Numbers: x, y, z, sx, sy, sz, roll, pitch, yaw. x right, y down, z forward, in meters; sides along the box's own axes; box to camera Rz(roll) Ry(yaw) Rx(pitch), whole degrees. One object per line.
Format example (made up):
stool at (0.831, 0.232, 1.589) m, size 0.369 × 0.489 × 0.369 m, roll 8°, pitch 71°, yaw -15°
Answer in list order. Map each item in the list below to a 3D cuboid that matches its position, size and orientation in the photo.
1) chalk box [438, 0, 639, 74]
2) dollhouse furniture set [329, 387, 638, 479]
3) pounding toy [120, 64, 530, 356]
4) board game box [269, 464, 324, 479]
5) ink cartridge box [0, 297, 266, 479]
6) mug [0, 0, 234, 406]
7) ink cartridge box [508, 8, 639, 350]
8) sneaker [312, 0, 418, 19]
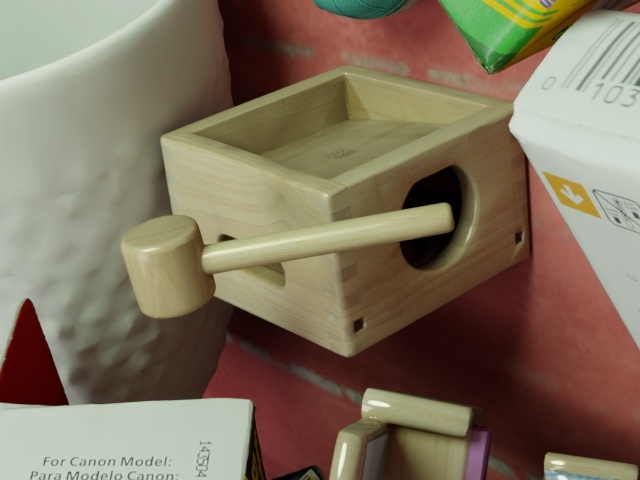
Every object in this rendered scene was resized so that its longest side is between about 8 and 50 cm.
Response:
chalk box at (0.074, -0.192, 0.431) m, size 0.213 × 0.132 × 0.132 m, roll 58°, pitch 146°, yaw 7°
dollhouse furniture set at (0.133, 0.225, 0.479) m, size 0.303 × 0.198 × 0.287 m, roll 9°, pitch 89°, yaw 13°
pounding toy at (0.002, 0.004, 0.586) m, size 0.181 × 0.206 × 0.094 m, roll 21°, pitch 127°, yaw 45°
board game box at (-0.108, 0.227, 0.941) m, size 0.030 × 0.136 × 0.259 m, roll 60°, pitch 146°, yaw 2°
ink cartridge box at (-0.082, 0.221, 0.623) m, size 0.309 × 0.130 × 0.272 m, roll 84°, pitch -173°, yaw -47°
mug at (-0.224, -0.027, 0.780) m, size 0.374 × 0.276 × 0.328 m, roll 13°, pitch 133°, yaw 22°
ink cartridge box at (0.242, 0.071, 0.391) m, size 0.303 × 0.072 × 0.307 m, roll 19°, pitch 157°, yaw 46°
sneaker at (-0.015, -0.231, 0.533) m, size 0.108 × 0.121 × 0.302 m, roll 25°, pitch 130°, yaw 44°
